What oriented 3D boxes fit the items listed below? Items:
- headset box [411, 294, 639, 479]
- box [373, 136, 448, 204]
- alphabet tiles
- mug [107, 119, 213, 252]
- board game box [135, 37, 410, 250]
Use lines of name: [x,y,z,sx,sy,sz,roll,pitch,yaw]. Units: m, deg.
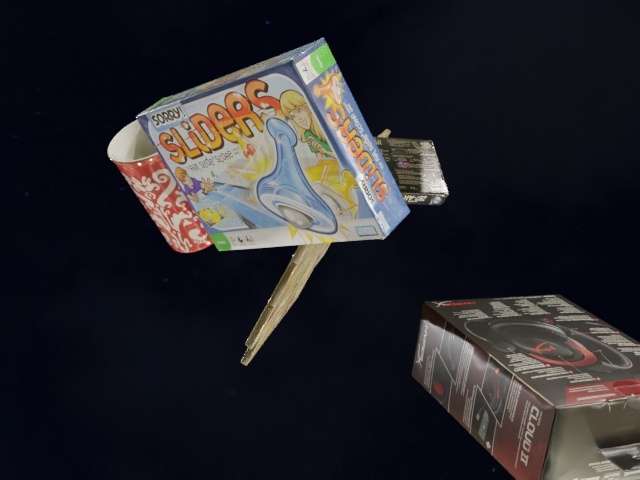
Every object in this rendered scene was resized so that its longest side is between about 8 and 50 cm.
headset box: [0.272,0.168,0.864,0.293,0.218,0.110,-140,-127,-61]
box: [0.073,-0.066,0.713,0.018,0.083,0.067,117,-33,-52]
alphabet tiles: [0.000,0.000,0.946,0.011,0.342,0.285,31,-69,4]
mug: [-0.180,-0.075,1.015,0.150,0.113,0.169,-6,-49,18]
board game box: [-0.043,-0.060,0.568,0.201,0.035,0.136,-5,-59,49]
